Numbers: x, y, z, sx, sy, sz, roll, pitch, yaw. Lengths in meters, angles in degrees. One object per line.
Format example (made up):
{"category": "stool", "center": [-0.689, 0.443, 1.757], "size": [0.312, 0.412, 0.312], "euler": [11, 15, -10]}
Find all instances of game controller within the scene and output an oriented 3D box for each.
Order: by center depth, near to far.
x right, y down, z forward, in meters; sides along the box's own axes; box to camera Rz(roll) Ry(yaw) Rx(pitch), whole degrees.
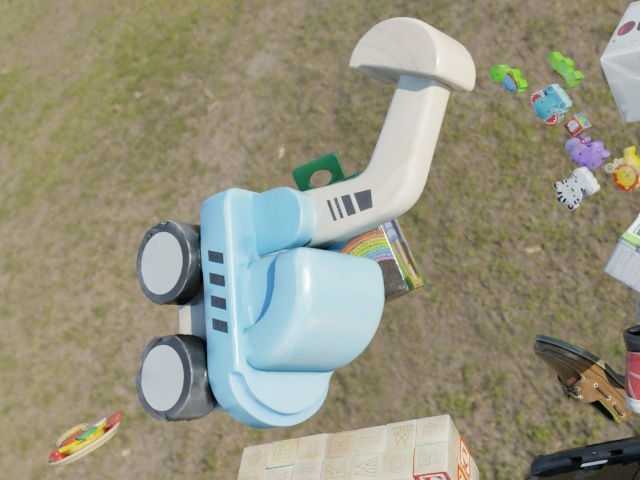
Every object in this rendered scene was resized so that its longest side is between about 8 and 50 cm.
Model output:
{"category": "game controller", "center": [0.478, 0.409, 1.537], "size": [0.319, 0.067, 0.166], "euler": [-29, 12, 48]}

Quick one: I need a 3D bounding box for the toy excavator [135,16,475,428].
{"category": "toy excavator", "center": [0.000, 0.000, 1.073], "size": [0.445, 0.222, 0.433], "euler": [-15, 73, 37]}

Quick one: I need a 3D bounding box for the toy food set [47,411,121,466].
{"category": "toy food set", "center": [-0.240, 0.201, 0.898], "size": [0.082, 0.020, 0.083], "euler": [-27, 5, 12]}

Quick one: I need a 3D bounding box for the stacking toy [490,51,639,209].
{"category": "stacking toy", "center": [0.324, -0.148, 1.164], "size": [0.052, 0.167, 0.221], "euler": [-43, 73, 42]}

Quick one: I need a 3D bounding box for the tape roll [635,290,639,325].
{"category": "tape roll", "center": [0.717, 0.185, 1.870], "size": [0.072, 0.219, 0.219], "euler": [-6, 50, 14]}

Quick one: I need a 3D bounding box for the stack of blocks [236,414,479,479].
{"category": "stack of blocks", "center": [0.056, 0.338, 1.176], "size": [0.297, 0.171, 0.087], "euler": [-14, 38, 22]}

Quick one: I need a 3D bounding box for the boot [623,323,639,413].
{"category": "boot", "center": [0.645, 0.212, 1.507], "size": [0.244, 0.176, 0.088], "euler": [0, 19, 24]}

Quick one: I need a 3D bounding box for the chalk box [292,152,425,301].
{"category": "chalk box", "center": [0.045, -0.012, 1.609], "size": [0.180, 0.179, 0.289], "euler": [-23, 83, 13]}

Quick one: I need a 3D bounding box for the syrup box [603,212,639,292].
{"category": "syrup box", "center": [0.632, 0.062, 1.543], "size": [0.236, 0.096, 0.093], "euler": [33, 47, 21]}

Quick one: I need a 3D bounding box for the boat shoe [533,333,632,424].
{"category": "boat shoe", "center": [0.585, 0.311, 1.951], "size": [0.105, 0.307, 0.110], "euler": [-62, 17, -7]}

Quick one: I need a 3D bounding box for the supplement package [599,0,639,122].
{"category": "supplement package", "center": [0.650, -0.344, 1.614], "size": [0.194, 0.149, 0.203], "euler": [-5, 38, 41]}
